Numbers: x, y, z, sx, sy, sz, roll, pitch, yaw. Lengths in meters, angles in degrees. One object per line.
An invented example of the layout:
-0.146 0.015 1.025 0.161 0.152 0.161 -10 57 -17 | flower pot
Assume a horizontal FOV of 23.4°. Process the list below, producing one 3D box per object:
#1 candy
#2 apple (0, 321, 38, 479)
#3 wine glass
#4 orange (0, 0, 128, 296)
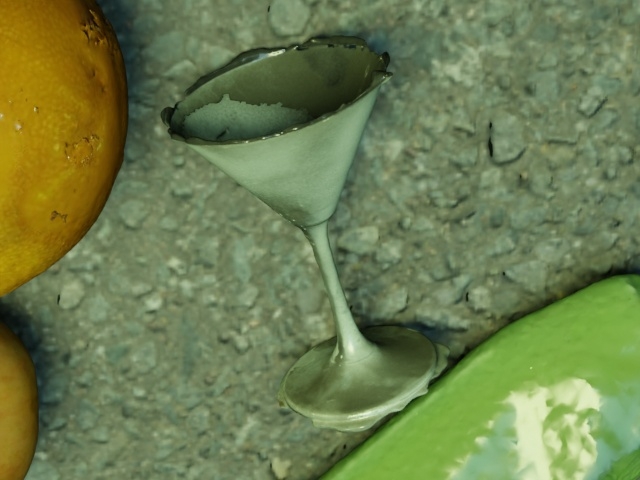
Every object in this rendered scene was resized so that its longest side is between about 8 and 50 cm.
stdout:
0.121 0.162 1.103 0.343 0.132 0.142 -37 67 4 | candy
-0.276 0.116 1.001 0.199 0.199 0.199 -2 110 -7 | apple
0.000 0.000 1.017 0.156 0.156 0.232 -18 116 -1 | wine glass
-0.232 -0.078 0.916 0.240 0.240 0.240 -2 110 -7 | orange
